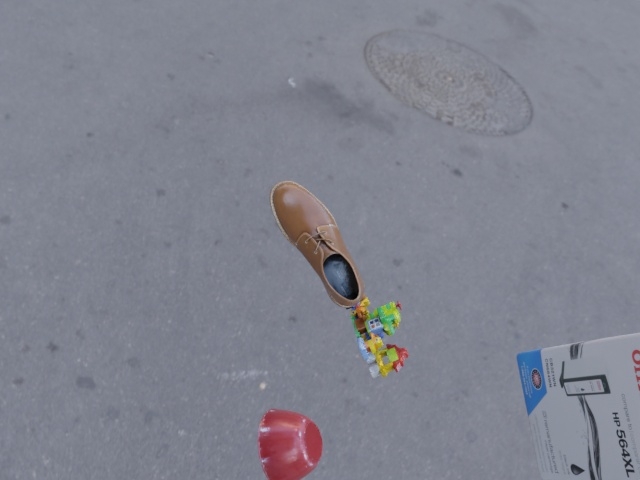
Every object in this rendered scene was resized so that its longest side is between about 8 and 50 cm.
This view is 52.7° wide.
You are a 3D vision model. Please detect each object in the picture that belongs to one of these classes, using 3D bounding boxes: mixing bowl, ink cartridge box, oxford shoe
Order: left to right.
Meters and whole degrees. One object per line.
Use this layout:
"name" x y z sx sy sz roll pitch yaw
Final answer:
"mixing bowl" -0.057 0.474 1.500 0.181 0.098 0.182 48 34 -47
"oxford shoe" 0.000 0.000 0.926 0.076 0.076 0.212 -35 87 -4
"ink cartridge box" 0.310 0.174 0.670 0.085 0.203 0.148 -2 75 -20

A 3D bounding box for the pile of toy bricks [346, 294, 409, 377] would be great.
"pile of toy bricks" 0.117 0.157 1.298 0.105 0.118 0.212 -22 39 4
